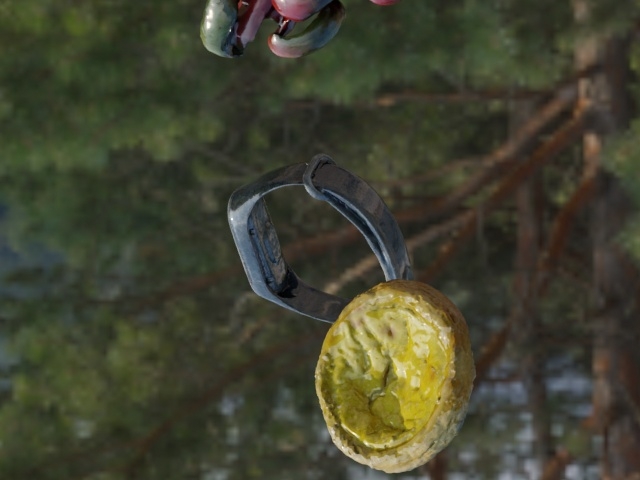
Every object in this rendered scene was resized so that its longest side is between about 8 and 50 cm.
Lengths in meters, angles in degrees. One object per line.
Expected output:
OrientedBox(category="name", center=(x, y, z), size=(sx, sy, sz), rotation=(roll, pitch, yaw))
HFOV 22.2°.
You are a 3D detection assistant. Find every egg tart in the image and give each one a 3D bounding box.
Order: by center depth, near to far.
OrientedBox(category="egg tart", center=(0.082, 0.132, 1.596), size=(0.191, 0.191, 0.074), rotation=(-2, 168, 37))

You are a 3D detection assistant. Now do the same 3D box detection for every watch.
OrientedBox(category="watch", center=(0.000, 0.000, 1.829), size=(0.193, 0.206, 0.068), rotation=(0, -145, 22))

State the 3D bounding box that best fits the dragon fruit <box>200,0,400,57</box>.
OrientedBox(category="dragon fruit", center=(0.019, -0.270, 1.277), size=(0.218, 0.272, 0.198), rotation=(26, 164, -18))
